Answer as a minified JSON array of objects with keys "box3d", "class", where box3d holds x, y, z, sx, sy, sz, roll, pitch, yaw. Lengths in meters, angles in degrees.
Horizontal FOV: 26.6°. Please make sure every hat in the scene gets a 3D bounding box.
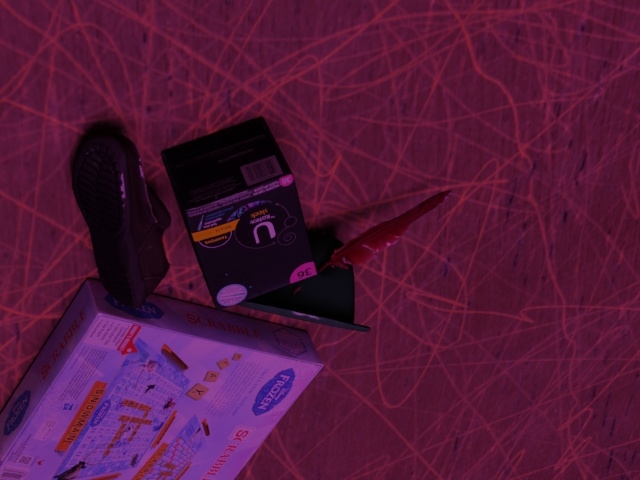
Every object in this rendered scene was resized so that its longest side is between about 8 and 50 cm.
[{"box3d":[0.000,0.000,1.560,0.208,0.173,0.184,14,89,-38],"class":"hat"}]

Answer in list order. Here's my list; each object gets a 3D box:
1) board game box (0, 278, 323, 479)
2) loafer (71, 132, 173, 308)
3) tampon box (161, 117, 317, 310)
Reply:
[{"box3d":[-0.211,0.210,1.648,0.318,0.066,0.319,17,122,-35],"class":"board game box"},{"box3d":[-0.203,-0.031,1.430,0.078,0.080,0.220,-40,145,-35],"class":"loafer"},{"box3d":[-0.085,-0.027,1.455,0.120,0.101,0.161,-20,136,-6],"class":"tampon box"}]
